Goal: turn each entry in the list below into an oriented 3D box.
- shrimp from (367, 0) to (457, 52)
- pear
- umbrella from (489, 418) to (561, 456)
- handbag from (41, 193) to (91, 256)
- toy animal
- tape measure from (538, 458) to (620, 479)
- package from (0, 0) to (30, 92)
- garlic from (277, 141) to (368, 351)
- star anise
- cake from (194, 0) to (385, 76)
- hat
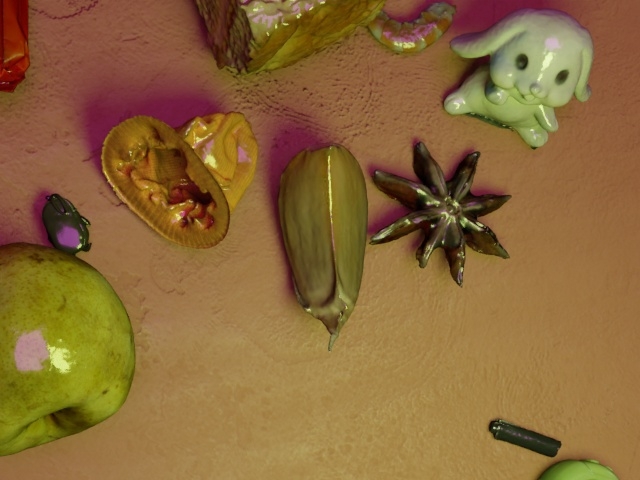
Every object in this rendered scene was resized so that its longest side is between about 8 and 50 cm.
[{"bbox_3d":[0.151,-0.421,1.782,0.161,0.049,0.166,-37,83,-14],"label":"shrimp"},{"bbox_3d":[-0.428,0.149,1.438,0.303,0.304,0.304,2,81,-12],"label":"pear"},{"bbox_3d":[0.355,0.345,1.705,0.133,0.031,0.036,21,76,-7],"label":"umbrella"},{"bbox_3d":[-0.414,-0.027,1.590,0.072,0.047,0.111,-27,88,-10],"label":"handbag"},{"bbox_3d":[0.366,-0.290,1.701,0.249,0.289,0.174,24,74,-29],"label":"toy animal"},{"bbox_3d":[0.445,0.462,1.666,0.200,0.106,0.175,-33,92,-17],"label":"tape measure"},{"bbox_3d":[-0.569,-0.426,1.562,0.195,0.123,0.424,-5,82,1],"label":"package"},{"bbox_3d":[0.001,0.013,1.603,0.151,0.196,0.339,0,83,4],"label":"garlic"},{"bbox_3d":[0.212,-0.044,1.706,0.288,0.088,0.288,7,65,-15],"label":"star anise"},{"bbox_3d":[-0.069,-0.461,1.615,0.314,0.293,0.307,-29,83,-19],"label":"cake"},{"bbox_3d":[-0.190,-0.143,1.624,0.233,0.244,0.233,-43,124,-44],"label":"hat"}]
